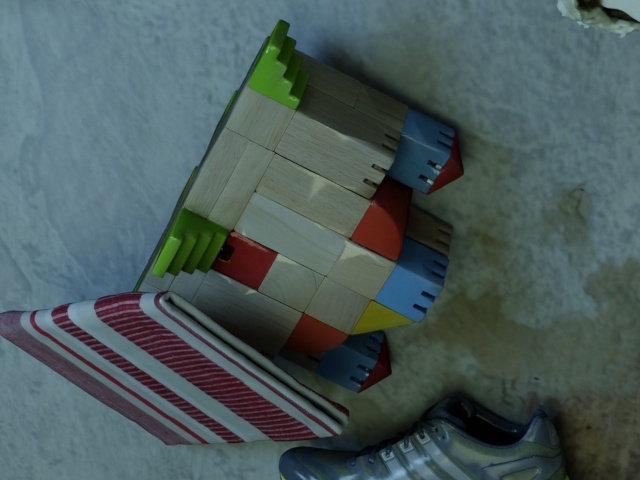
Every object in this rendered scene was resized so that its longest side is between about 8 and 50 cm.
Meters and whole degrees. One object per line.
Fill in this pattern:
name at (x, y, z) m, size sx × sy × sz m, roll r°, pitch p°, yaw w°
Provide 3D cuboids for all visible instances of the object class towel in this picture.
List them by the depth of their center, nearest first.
towel at (-0.146, 0.122, 1.731) m, size 0.237 × 0.037 × 0.329 m, roll 37°, pitch 155°, yaw -26°

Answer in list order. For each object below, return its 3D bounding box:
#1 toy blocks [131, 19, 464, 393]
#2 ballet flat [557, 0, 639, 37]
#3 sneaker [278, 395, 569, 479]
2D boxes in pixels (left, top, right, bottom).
toy blocks at (0.000, 0.000, 1.672) m, size 0.261 × 0.190 × 0.381 m, roll 26°, pitch 124°, yaw -7°
ballet flat at (0.375, -0.196, 1.426) m, size 0.409 × 0.147 × 0.147 m, roll 4°, pitch 118°, yaw 19°
sneaker at (0.103, 0.211, 1.778) m, size 0.300 × 0.111 × 0.121 m, roll -1°, pitch 106°, yaw 16°
